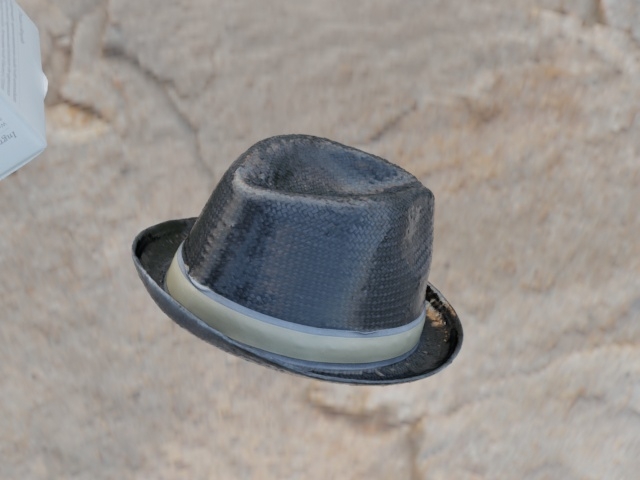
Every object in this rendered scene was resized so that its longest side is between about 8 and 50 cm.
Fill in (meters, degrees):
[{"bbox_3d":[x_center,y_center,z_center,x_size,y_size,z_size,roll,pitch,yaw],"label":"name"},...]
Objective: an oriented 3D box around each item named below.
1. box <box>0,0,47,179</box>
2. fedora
[{"bbox_3d":[-0.312,-0.109,1.410,0.182,0.119,0.181,-31,35,12],"label":"box"},{"bbox_3d":[0.000,0.000,1.719,0.334,0.334,0.153,24,113,9],"label":"fedora"}]
